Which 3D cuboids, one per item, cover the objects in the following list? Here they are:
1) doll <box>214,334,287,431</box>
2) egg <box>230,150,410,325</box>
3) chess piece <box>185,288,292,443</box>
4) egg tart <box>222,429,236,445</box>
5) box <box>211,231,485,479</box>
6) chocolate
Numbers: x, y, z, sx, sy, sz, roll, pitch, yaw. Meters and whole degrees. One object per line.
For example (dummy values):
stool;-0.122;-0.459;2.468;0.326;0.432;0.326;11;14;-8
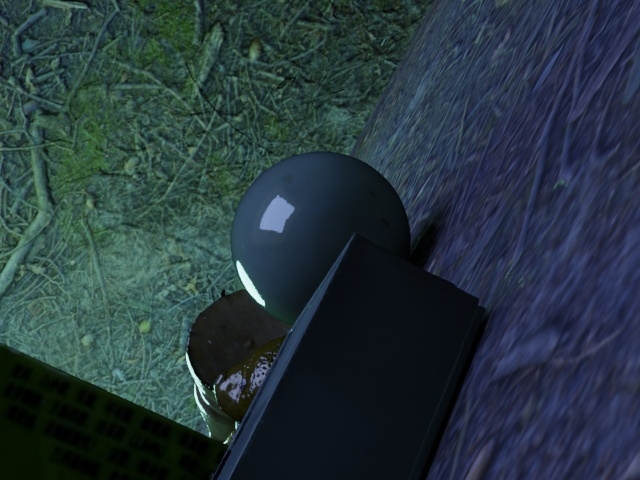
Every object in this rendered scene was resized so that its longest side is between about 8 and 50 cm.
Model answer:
doll;-0.058;0.169;1.014;0.137;0.097;0.209;-134;68;-81
egg;0.000;0.000;1.011;0.149;0.149;0.192;-62;3;-7
chess piece;-0.088;0.171;1.423;0.301;0.137;0.137;101;-165;-63
egg tart;-0.104;0.261;1.285;0.130;0.052;0.130;-61;2;3
box;-0.008;0.126;0.629;0.225;0.086;0.129;-63;3;-32
chocolate;-0.241;0.288;1.118;0.137;0.301;0.288;99;-164;-59
